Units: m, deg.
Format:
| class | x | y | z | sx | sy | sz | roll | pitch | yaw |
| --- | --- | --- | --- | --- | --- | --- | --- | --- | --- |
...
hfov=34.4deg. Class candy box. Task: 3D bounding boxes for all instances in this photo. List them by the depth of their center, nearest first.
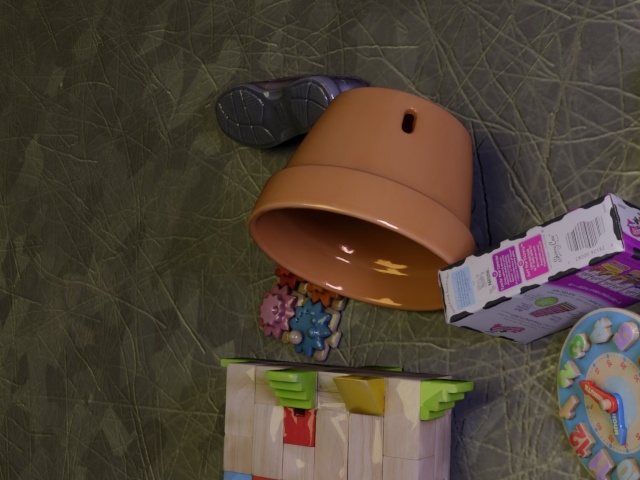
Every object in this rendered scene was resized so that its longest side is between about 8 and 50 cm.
| class | x | y | z | sx | sy | sz | roll | pitch | yaw |
| --- | --- | --- | --- | --- | --- | --- | --- | --- | --- |
| candy box | 0.273 | 0.039 | 1.164 | 0.233 | 0.159 | 0.071 | -28 | 58 | 37 |

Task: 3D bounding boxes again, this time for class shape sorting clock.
| class | x | y | z | sx | sy | sz | roll | pitch | yaw |
| --- | --- | --- | --- | --- | --- | --- | --- | --- | --- |
| shape sorting clock | 0.321 | 0.175 | 1.119 | 0.206 | 0.040 | 0.206 | 173 | 90 | -68 |

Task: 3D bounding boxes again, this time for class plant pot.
| class | x | y | z | sx | sy | sz | roll | pitch | yaw |
| --- | --- | --- | --- | --- | --- | --- | --- | --- | --- |
| plant pot | 0.075 | -0.059 | 1.335 | 0.291 | 0.291 | 0.203 | -4 | 58 | 45 |

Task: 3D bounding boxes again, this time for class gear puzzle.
| class | x | y | z | sx | sy | sz | roll | pitch | yaw |
| --- | --- | --- | --- | --- | --- | --- | --- | --- | --- |
| gear puzzle | 0.000 | 0.000 | 1.539 | 0.175 | 0.044 | 0.339 | 23 | 95 | 47 |

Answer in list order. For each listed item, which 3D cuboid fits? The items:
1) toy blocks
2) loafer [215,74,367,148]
| class | x | y | z | sx | sy | sz | roll | pitch | yaw |
| --- | --- | --- | --- | --- | --- | --- | --- | --- | --- |
| toy blocks | 0.017 | 0.296 | 1.342 | 0.381 | 0.191 | 0.260 | 1 | 88 | 31 |
| loafer | -0.048 | -0.210 | 1.638 | 0.302 | 0.095 | 0.109 | 0 | 108 | 50 |
